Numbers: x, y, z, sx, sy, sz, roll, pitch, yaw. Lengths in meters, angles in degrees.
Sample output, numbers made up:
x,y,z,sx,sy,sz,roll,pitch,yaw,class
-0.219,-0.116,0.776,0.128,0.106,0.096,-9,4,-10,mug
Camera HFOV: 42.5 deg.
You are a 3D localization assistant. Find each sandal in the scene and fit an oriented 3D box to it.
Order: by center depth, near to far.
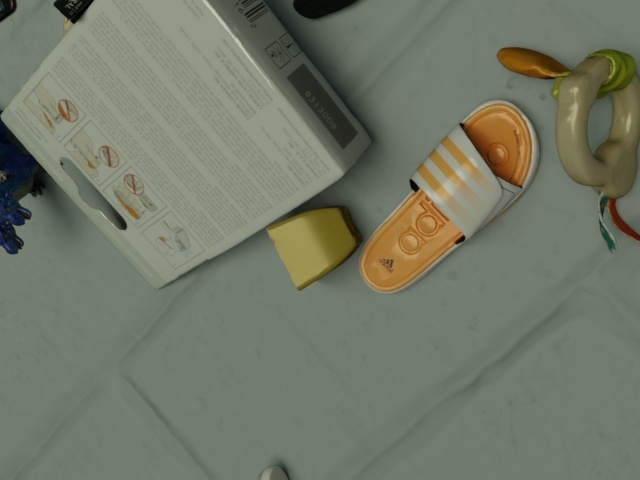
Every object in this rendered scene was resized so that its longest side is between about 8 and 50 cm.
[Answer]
x,y,z,sx,sy,sz,roll,pitch,yaw,class
0.130,-0.031,0.888,0.102,0.076,0.265,43,114,10,sandal

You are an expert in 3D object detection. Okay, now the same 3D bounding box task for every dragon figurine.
x,y,z,sx,sy,sz,roll,pitch,yaw,class
-0.446,-0.117,1.084,0.085,0.144,0.289,-40,84,24,dragon figurine

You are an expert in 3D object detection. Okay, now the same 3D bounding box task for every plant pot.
x,y,z,sx,sy,sz,roll,pitch,yaw,class
0.000,0.000,0.953,0.083,0.081,0.081,-27,89,12,plant pot

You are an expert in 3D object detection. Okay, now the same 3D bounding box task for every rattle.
x,y,z,sx,sy,sz,roll,pitch,yaw,class
0.250,-0.090,0.831,0.142,0.130,0.200,3,129,34,rattle

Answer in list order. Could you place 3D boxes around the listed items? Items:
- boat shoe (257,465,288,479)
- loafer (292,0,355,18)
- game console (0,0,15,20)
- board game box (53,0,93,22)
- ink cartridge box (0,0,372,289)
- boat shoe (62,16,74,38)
x,y,z,sx,sy,sz,roll,pitch,yaw,class
-0.066,0.379,1.069,0.063,0.066,0.184,-3,109,23,boat shoe
0.033,-0.310,0.893,0.170,0.062,0.061,-35,47,32,loafer
-0.505,-0.338,1.101,0.144,0.124,0.085,-24,64,25,game console
-0.224,-0.319,0.924,0.186,0.126,0.026,-46,108,0,board game box
-0.173,-0.133,0.971,0.385,0.091,0.308,-29,106,42,ink cartridge box
-0.290,-0.283,1.033,0.059,0.063,0.170,34,105,28,boat shoe
